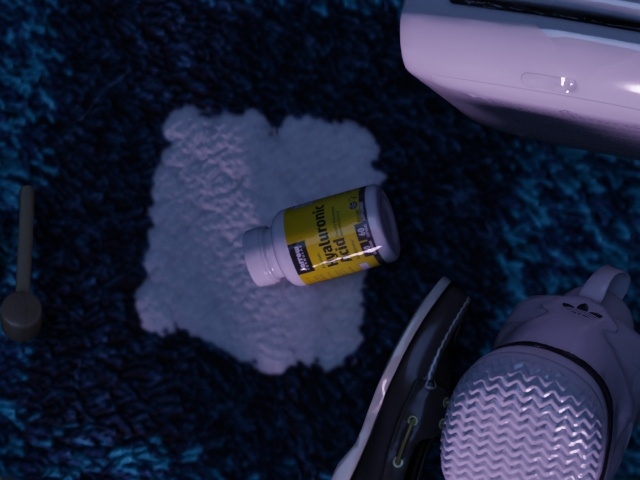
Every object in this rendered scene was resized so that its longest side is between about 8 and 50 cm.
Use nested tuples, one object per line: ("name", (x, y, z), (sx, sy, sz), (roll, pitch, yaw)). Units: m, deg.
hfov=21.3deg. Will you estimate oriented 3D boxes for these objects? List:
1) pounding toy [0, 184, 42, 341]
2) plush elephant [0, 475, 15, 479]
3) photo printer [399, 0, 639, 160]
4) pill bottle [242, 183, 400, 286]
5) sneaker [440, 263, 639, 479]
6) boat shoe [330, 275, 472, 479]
("pounding toy", (-0.312, 0.025, 1.429), (0.206, 0.094, 0.181), (41, 61, 15))
("plush elephant", (-0.208, 0.315, 1.314), (0.330, 0.255, 0.272), (44, 54, -17))
("photo printer", (0.197, -0.127, 1.187), (0.256, 0.307, 0.107), (12, 89, 17))
("pill bottle", (0.000, 0.000, 1.359), (0.116, 0.065, 0.065), (-16, 81, 15))
("sneaker", (0.158, 0.191, 1.266), (0.137, 0.210, 0.366), (22, 126, 17))
("boat shoe", (0.071, 0.140, 1.322), (0.069, 0.081, 0.227), (26, 100, 14))
